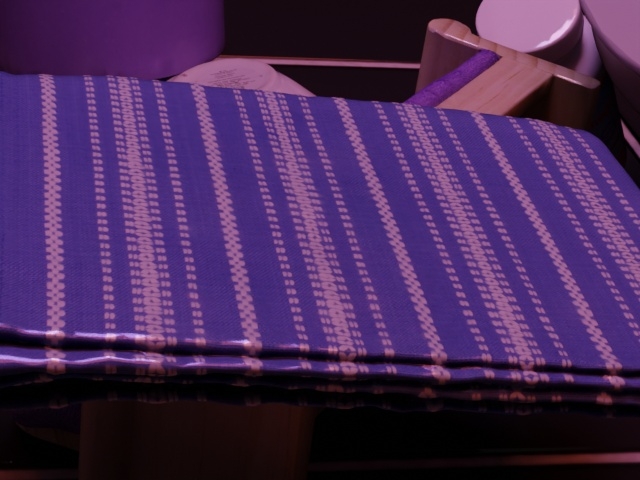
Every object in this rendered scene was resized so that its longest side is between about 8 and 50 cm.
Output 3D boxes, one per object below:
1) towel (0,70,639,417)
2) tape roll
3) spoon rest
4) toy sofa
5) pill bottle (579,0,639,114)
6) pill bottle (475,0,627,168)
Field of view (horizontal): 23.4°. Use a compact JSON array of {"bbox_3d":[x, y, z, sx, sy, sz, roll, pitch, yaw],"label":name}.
[{"bbox_3d":[0.000,0.000,0.679,0.336,0.040,0.243,4,31,-14],"label":"towel"},{"bbox_3d":[-0.166,-0.180,1.153,0.189,0.080,0.189,-1,24,0],"label":"tape roll"},{"bbox_3d":[0.001,-0.087,1.086,0.276,0.084,0.137,-10,31,-4],"label":"spoon rest"},{"bbox_3d":[0.000,0.000,0.847,0.177,0.150,0.362,23,34,22],"label":"toy sofa"},{"bbox_3d":[0.290,-0.145,0.973,0.210,0.210,0.363,24,6,25],"label":"pill bottle"},{"bbox_3d":[0.150,-0.098,1.023,0.087,0.160,0.087,-10,54,14],"label":"pill bottle"}]
